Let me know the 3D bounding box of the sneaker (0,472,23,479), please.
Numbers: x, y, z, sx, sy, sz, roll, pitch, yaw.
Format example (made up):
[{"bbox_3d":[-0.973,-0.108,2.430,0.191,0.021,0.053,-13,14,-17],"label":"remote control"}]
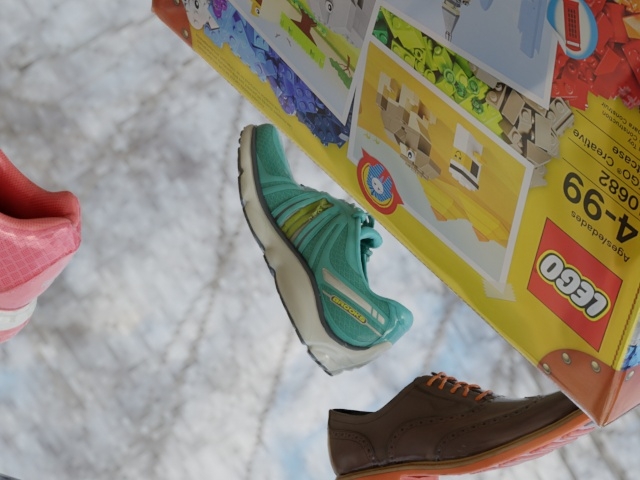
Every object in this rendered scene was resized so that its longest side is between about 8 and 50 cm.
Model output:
[{"bbox_3d":[-0.221,0.207,1.061,0.323,0.236,0.130,-138,-114,-77],"label":"sneaker"}]

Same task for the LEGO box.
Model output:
[{"bbox_3d":[0.115,-0.190,1.229,0.193,0.372,0.500,-26,-126,-31],"label":"LEGO box"}]

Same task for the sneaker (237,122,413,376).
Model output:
[{"bbox_3d":[0.000,0.000,1.730,0.110,0.107,0.275,-27,-119,2],"label":"sneaker"}]

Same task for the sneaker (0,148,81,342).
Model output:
[{"bbox_3d":[-0.284,-0.069,1.182,0.136,0.314,0.116,-39,-157,33],"label":"sneaker"}]

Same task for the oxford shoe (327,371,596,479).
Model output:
[{"bbox_3d":[0.120,0.156,1.602,0.271,0.098,0.097,-18,169,25],"label":"oxford shoe"}]
